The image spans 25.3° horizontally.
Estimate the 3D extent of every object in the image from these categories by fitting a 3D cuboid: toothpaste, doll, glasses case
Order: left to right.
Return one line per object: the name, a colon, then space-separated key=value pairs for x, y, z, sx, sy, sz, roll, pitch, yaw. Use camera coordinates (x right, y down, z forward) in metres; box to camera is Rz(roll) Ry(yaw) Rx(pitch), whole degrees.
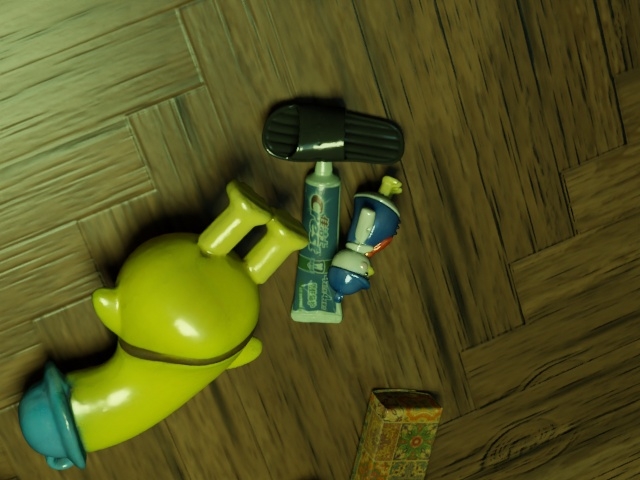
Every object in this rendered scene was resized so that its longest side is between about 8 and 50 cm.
doll: x=-0.158 y=0.105 z=1.433 sx=0.199 sy=0.145 sz=0.363 roll=34 pitch=107 yaw=-32
toothpaste: x=0.000 y=0.000 z=1.496 sx=0.057 sy=0.035 sz=0.197 roll=2 pitch=115 yaw=-2
doll: x=0.045 y=0.000 z=1.477 sx=0.058 sy=0.099 sz=0.143 roll=22 pitch=75 yaw=11
glasses case: x=0.073 y=0.277 z=1.634 sx=0.075 sy=0.049 sz=0.218 roll=2 pitch=113 yaw=-26

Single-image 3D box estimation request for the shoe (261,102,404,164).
shoe: x=0.021 y=-0.108 z=1.433 sx=0.159 sy=0.053 sz=0.062 roll=5 pitch=81 yaw=-26
